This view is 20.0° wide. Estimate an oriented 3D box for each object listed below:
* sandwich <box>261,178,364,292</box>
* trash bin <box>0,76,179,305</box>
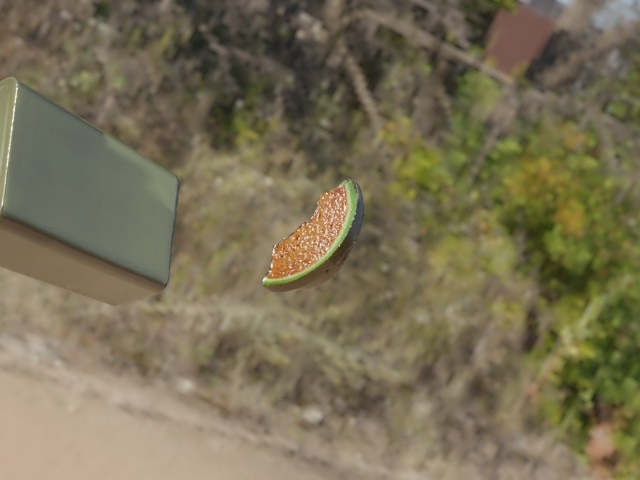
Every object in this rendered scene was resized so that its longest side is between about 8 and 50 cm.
[{"bbox_3d":[0.000,0.002,1.737,0.067,0.135,0.029,37,-4,41],"label":"sandwich"},{"bbox_3d":[-0.101,-0.015,0.706,0.043,0.061,0.092,-16,-30,36],"label":"trash bin"}]
